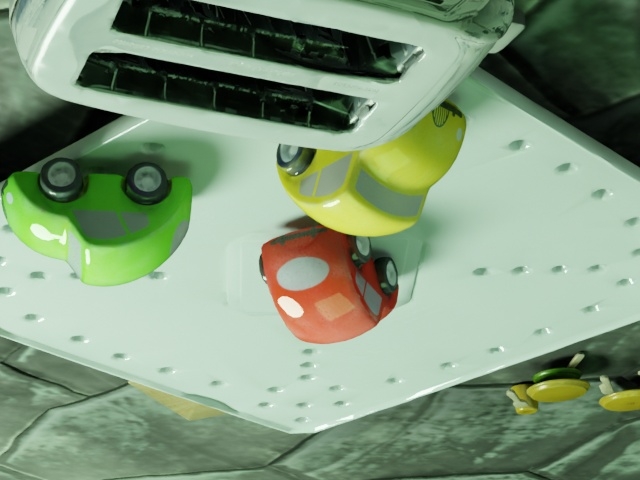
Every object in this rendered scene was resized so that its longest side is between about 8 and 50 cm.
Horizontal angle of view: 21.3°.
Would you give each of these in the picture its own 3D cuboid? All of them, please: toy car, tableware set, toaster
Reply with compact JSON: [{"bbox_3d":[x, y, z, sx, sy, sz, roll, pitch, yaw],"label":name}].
[{"bbox_3d":[-0.051,-0.001,0.877,0.225,0.053,0.239,1,153,-8],"label":"toy car"},{"bbox_3d":[0.220,0.109,1.299,0.154,0.024,0.104,-10,157,14],"label":"tableware set"},{"bbox_3d":[-0.028,-0.127,0.627,0.227,0.146,0.129,10,151,-24],"label":"toaster"}]

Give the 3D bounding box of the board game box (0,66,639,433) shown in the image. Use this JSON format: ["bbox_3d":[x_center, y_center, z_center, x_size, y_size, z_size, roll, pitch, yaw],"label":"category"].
[{"bbox_3d":[0.000,0.000,1.001,0.390,0.050,0.390,-24,146,36],"label":"board game box"}]

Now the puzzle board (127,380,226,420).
[{"bbox_3d":[-0.066,0.106,1.278,0.128,0.011,0.096,-14,151,21],"label":"puzzle board"}]
